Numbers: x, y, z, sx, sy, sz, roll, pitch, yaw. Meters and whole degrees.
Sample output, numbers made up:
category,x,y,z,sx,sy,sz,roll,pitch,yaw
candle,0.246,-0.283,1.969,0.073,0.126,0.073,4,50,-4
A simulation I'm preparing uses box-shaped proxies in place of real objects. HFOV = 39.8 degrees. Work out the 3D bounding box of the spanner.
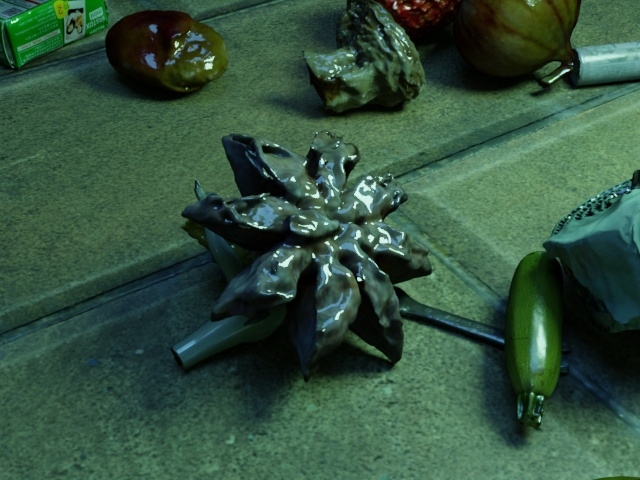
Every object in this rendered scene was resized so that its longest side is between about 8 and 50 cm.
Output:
category,x,y,z,sx,sy,sz,roll,pitch,yaw
spanner,0.179,0.104,1.067,0.254,0.015,0.054,18,45,23

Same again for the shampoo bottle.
category,x,y,z,sx,sy,sz,roll,pitch,yaw
shampoo bottle,0.536,-0.311,1.526,0.213,0.072,0.072,-7,39,-7

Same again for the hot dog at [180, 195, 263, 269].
category,x,y,z,sx,sy,sz,roll,pitch,yaw
hot dog,-0.052,0.003,1.141,0.261,0.093,0.123,9,41,-14

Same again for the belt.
category,x,y,z,sx,sy,sz,roll,pitch,yaw
belt,0.379,0.000,1.019,0.207,0.150,0.257,-25,4,26

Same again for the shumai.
category,x,y,z,sx,sy,sz,roll,pitch,yaw
shumai,0.062,-0.290,1.476,0.175,0.166,0.206,-33,43,-2

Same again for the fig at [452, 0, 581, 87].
category,x,y,z,sx,sy,sz,roll,pitch,yaw
fig,0.337,-0.382,1.503,0.214,0.235,0.235,14,40,-1

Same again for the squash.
category,x,y,z,sx,sy,sz,roll,pitch,yaw
squash,0.244,0.097,1.007,0.066,0.066,0.252,7,41,10

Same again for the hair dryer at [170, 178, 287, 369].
category,x,y,z,sx,sy,sz,roll,pitch,yaw
hair dryer,-0.134,0.054,1.031,0.167,0.199,0.067,-45,18,-15

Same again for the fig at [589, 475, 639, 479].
category,x,y,z,sx,sy,sz,roll,pitch,yaw
fig,0.283,0.282,0.697,0.225,0.203,0.203,-8,39,3

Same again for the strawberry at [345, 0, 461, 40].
category,x,y,z,sx,sy,sz,roll,pitch,yaw
strawberry,0.200,-0.433,1.634,0.306,0.138,0.233,-5,13,-13

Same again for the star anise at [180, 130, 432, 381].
category,x,y,z,sx,sy,sz,roll,pitch,yaw
star anise,0.001,0.002,1.015,0.331,0.117,0.332,11,63,-22

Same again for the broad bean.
category,x,y,z,sx,sy,sz,roll,pitch,yaw
broad bean,-0.269,-0.331,1.542,0.228,0.122,0.156,17,40,27

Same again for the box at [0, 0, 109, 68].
category,x,y,z,sx,sy,sz,roll,pitch,yaw
box,-0.552,-0.435,1.699,0.180,0.103,0.250,27,48,31
